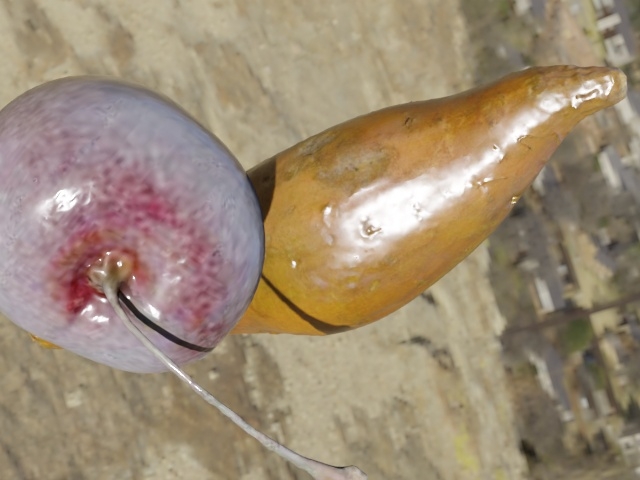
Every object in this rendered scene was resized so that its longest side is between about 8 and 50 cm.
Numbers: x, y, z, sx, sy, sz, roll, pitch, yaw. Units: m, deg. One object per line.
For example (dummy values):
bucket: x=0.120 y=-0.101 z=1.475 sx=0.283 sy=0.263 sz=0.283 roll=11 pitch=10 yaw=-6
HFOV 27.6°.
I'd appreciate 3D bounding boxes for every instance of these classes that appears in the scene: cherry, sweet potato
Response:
cherry: x=-0.066 y=0.009 z=0.552 sx=0.188 sy=0.148 sz=0.115 roll=36 pitch=69 yaw=-24
sweet potato: x=0.005 y=-0.002 z=0.708 sx=0.112 sy=0.359 sz=0.112 roll=45 pitch=29 yaw=-35
